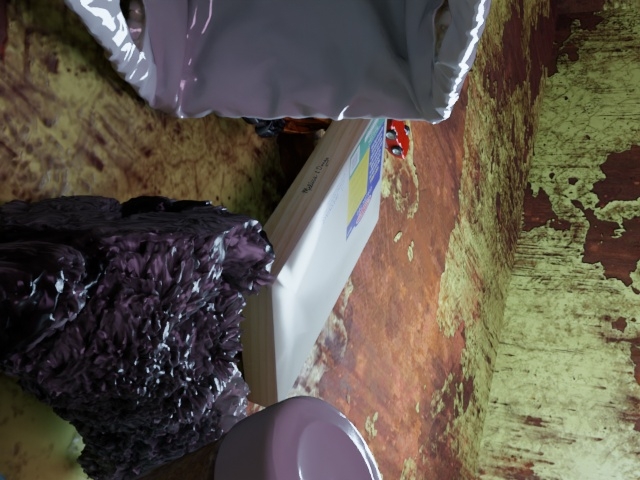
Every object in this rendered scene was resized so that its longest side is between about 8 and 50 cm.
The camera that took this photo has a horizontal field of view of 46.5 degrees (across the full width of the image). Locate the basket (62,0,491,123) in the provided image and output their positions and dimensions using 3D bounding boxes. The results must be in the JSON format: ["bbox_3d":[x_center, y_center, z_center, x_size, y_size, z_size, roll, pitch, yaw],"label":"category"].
[{"bbox_3d":[-0.028,-0.279,0.659,0.328,0.332,0.266,71,21,-79],"label":"basket"}]

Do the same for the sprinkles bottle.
[{"bbox_3d":[-0.124,0.232,0.541,0.121,0.355,0.121,40,32,-32],"label":"sprinkles bottle"}]

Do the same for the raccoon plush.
[{"bbox_3d":[-0.206,0.129,0.589,0.446,0.216,0.298,-15,112,-59],"label":"raccoon plush"}]

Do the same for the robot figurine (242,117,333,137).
[{"bbox_3d":[-0.051,-0.229,0.958,0.291,0.085,0.210,1,92,-64],"label":"robot figurine"}]

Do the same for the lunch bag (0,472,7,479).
[{"bbox_3d":[-0.303,0.210,0.436,0.279,0.108,0.223,79,17,-64],"label":"lunch bag"}]

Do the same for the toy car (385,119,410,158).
[{"bbox_3d":[0.099,-0.266,1.282,0.239,0.053,0.224,7,87,-64],"label":"toy car"}]

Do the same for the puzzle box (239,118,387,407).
[{"bbox_3d":[0.000,0.000,1.039,0.272,0.052,0.408,90,22,-46],"label":"puzzle box"}]
